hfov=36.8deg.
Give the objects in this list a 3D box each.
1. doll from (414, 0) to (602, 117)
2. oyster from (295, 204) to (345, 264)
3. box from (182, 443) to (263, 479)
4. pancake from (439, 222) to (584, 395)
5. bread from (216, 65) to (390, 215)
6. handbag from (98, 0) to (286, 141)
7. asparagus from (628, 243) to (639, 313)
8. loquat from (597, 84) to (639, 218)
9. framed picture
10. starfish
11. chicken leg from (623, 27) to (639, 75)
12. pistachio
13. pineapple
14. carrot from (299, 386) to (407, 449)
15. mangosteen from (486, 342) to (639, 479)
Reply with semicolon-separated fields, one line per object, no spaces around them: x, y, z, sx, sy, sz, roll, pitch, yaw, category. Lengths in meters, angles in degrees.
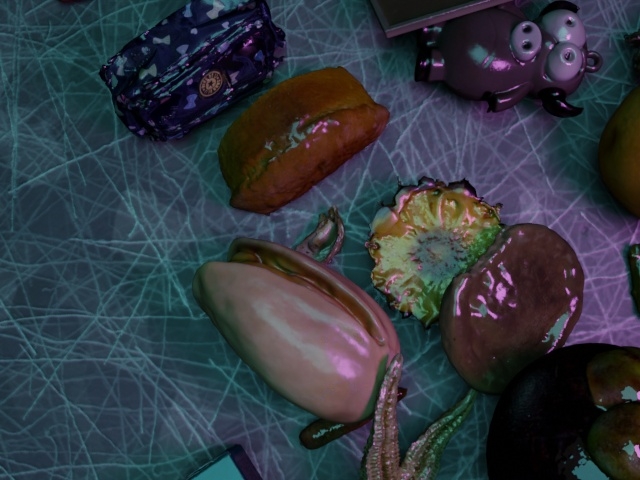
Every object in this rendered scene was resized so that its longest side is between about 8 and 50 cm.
0.261;-0.259;1.328;0.257;0.117;0.182;4;74;5;doll
0.000;0.000;1.350;0.083;0.038;0.080;-20;70;24;oyster
-0.082;0.389;1.231;0.092;0.153;0.245;-34;81;-3;box
0.260;0.091;1.268;0.236;0.042;0.222;-23;104;-26;pancake
-0.032;-0.145;1.312;0.260;0.134;0.129;-35;82;-3;bread
-0.166;-0.236;1.319;0.260;0.162;0.113;-35;69;-4;handbag
0.441;0.059;1.328;0.025;0.021;0.108;-6;83;5;asparagus
0.470;-0.116;1.258;0.208;0.208;0.208;0;82;1;loquat
0.184;-0.374;1.348;0.250;0.016;0.184;-18;48;-2;framed picture
0.108;0.335;1.229;0.358;0.078;0.347;-46;114;-29;starfish
0.515;-0.289;1.325;0.196;0.125;0.080;-32;110;-1;chicken leg
-0.025;0.120;1.260;0.299;0.187;0.187;37;85;7;pistachio
0.159;0.017;1.311;0.225;0.076;0.225;0;87;-3;pineapple
0.046;0.240;1.308;0.165;0.035;0.035;-24;82;-4;carrot
0.357;0.258;1.164;0.300;0.300;0.300;0;82;1;mangosteen
